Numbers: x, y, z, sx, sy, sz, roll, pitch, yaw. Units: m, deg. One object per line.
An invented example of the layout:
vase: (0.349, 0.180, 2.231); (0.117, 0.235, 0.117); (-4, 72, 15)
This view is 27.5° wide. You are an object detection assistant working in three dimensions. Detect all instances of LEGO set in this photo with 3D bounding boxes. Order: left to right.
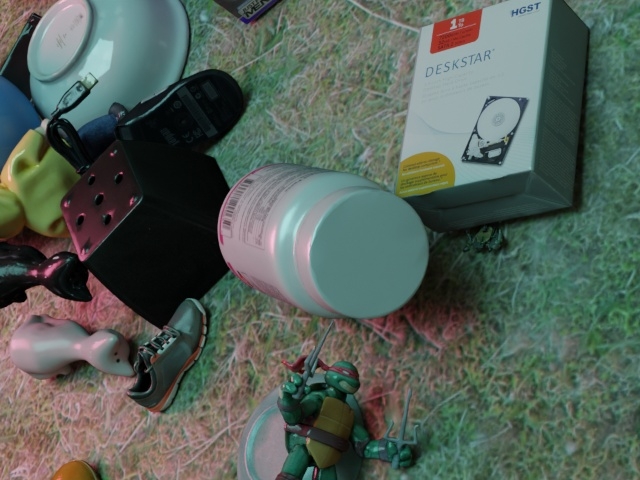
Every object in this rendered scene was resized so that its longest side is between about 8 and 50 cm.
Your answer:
LEGO set: (0.182, -0.008, 1.455); (0.054, 0.023, 0.083); (-32, 38, 21)

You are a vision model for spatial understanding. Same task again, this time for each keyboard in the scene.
keyboard: (-0.543, -0.239, 2.220); (0.202, 0.033, 0.317); (29, 90, 39)

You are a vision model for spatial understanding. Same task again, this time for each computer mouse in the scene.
computer mouse: (-0.249, -0.177, 1.805); (0.262, 0.184, 0.060); (-38, 26, 5)

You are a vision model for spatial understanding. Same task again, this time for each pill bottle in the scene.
pill bottle: (0.000, 0.000, 1.451); (0.160, 0.160, 0.283); (-65, 22, -3)

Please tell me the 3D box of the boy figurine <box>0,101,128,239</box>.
boy figurine: (-0.377, -0.076, 1.855); (0.285, 0.177, 0.092); (-34, 26, -13)

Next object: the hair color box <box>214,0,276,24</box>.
hair color box: (-0.105, -0.499, 1.895); (0.185, 0.110, 0.338); (-34, 48, 24)

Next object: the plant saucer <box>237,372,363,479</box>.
plant saucer: (-0.036, 0.243, 1.516); (0.195, 0.037, 0.194); (-20, 58, 35)

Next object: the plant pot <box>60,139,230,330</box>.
plant pot: (-0.233, -0.024, 1.734); (0.188, 0.167, 0.187); (-45, 46, 18)

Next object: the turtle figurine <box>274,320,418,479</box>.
turtle figurine: (0.011, 0.214, 1.410); (0.118, 0.175, 0.234); (-8, 62, 68)

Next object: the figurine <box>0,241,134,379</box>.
figurine: (-0.358, 0.100, 1.783); (0.210, 0.214, 0.092); (0, 36, 40)

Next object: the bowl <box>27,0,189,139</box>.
bowl: (-0.350, -0.280, 1.992); (0.298, 0.134, 0.297); (-19, 59, 35)

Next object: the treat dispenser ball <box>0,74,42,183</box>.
treat dispenser ball: (-0.554, -0.124, 1.964); (0.288, 0.288, 0.288); (-20, 57, 35)

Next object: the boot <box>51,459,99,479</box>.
boot: (-0.376, 0.394, 1.625); (0.104, 0.211, 0.295); (-21, 57, 33)

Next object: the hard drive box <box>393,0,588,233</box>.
hard drive box: (0.190, -0.141, 1.448); (0.181, 0.089, 0.232); (-12, 56, 38)

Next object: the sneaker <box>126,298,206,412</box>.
sneaker: (-0.201, 0.145, 1.693); (0.061, 0.065, 0.157); (16, 82, 45)
